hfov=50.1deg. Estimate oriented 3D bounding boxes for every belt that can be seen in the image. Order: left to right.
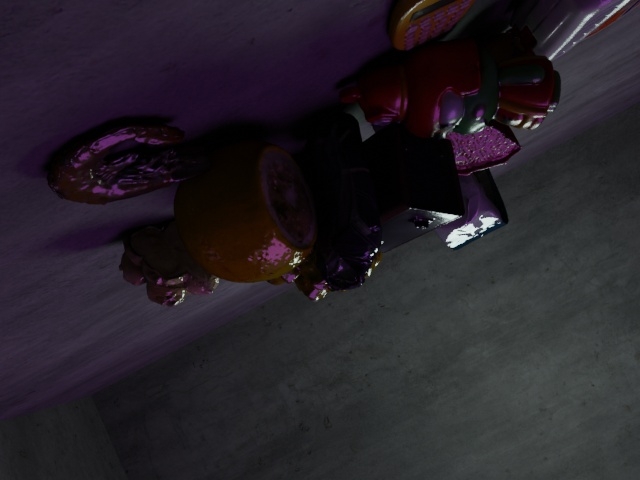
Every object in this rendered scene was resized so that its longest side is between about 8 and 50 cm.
[{"bbox_3d":[0.326,-0.145,1.666,0.173,0.300,0.436,-31,-173,24],"label":"belt"}]

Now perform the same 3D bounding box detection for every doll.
[{"bbox_3d":[0.212,-0.256,1.155,0.363,0.160,0.182,-5,175,-3],"label":"doll"}]

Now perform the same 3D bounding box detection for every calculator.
[{"bbox_3d":[0.166,-0.342,0.993,0.146,0.032,0.235,-27,173,-5],"label":"calculator"}]

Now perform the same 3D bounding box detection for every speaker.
[{"bbox_3d":[0.130,-0.090,1.303,0.153,0.193,0.231,6,159,-35],"label":"speaker"}]

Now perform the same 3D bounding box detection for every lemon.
[{"bbox_3d":[-0.139,-0.042,1.157,0.219,0.240,0.240,-16,177,25],"label":"lemon"}]

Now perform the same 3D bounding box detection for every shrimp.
[{"bbox_3d":[-0.260,-0.118,0.968,0.253,0.058,0.173,-20,160,-33],"label":"shrimp"}]

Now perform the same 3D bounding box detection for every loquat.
[{"bbox_3d":[0.338,-0.319,1.290,0.163,0.137,0.163,-12,164,-4],"label":"loquat"}]

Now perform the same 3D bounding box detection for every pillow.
[{"bbox_3d":[0.033,-0.075,1.222,0.092,0.335,0.161,7,148,-33],"label":"pillow"}]

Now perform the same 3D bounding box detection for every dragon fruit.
[{"bbox_3d":[0.254,-0.230,1.386,0.274,0.126,0.161,23,128,-29],"label":"dragon fruit"}]

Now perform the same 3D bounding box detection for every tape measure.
[{"bbox_3d":[0.448,-0.417,1.103,0.265,0.130,0.258,-32,175,-5],"label":"tape measure"}]

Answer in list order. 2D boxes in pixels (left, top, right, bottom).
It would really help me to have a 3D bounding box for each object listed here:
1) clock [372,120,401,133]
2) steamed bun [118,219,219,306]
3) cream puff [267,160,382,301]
[{"bbox_3d":[0.199,-0.255,1.489,0.172,0.064,0.198,-26,170,-15],"label":"clock"},{"bbox_3d":[-0.300,0.058,1.389,0.177,0.192,0.106,-32,163,-51],"label":"steamed bun"},{"bbox_3d":[0.002,0.000,1.468,0.291,0.324,0.257,-37,-150,17],"label":"cream puff"}]
